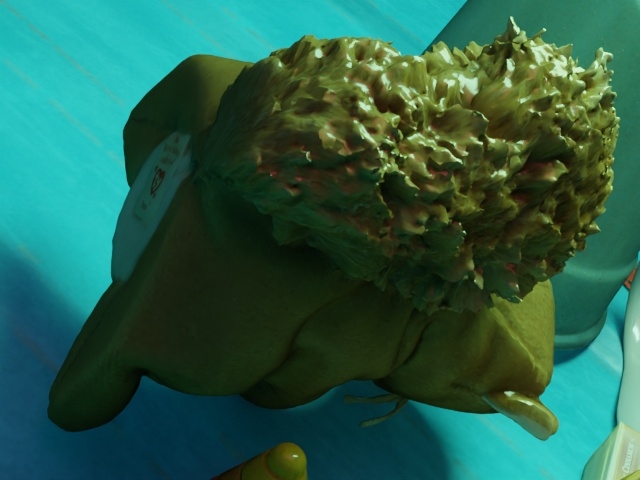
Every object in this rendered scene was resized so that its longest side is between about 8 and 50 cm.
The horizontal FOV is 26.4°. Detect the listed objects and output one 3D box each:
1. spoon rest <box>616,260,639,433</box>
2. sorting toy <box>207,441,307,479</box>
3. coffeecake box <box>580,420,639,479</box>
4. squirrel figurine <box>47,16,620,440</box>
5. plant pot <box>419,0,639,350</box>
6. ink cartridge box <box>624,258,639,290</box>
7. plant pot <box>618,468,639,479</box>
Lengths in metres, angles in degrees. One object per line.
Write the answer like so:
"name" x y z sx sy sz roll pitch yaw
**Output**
"spoon rest" 0.344 0.141 1.331 0.137 0.084 0.276 15 51 -16
"sorting toy" -0.146 0.183 0.895 0.365 0.126 0.127 2 43 -33
"coffeecake box" 0.306 0.259 1.149 0.185 0.068 0.142 30 35 3
"squirrel figurine" 0.057 0.016 1.012 0.370 0.397 0.281 24 52 -24
"plant pot" 0.237 -0.128 1.320 0.341 0.334 0.341 26 31 -17
"ink cartridge box" 0.384 0.040 1.508 0.115 0.029 0.063 -6 48 -39
"plant pot" 0.246 0.267 0.964 0.205 0.188 0.205 3 71 -8
